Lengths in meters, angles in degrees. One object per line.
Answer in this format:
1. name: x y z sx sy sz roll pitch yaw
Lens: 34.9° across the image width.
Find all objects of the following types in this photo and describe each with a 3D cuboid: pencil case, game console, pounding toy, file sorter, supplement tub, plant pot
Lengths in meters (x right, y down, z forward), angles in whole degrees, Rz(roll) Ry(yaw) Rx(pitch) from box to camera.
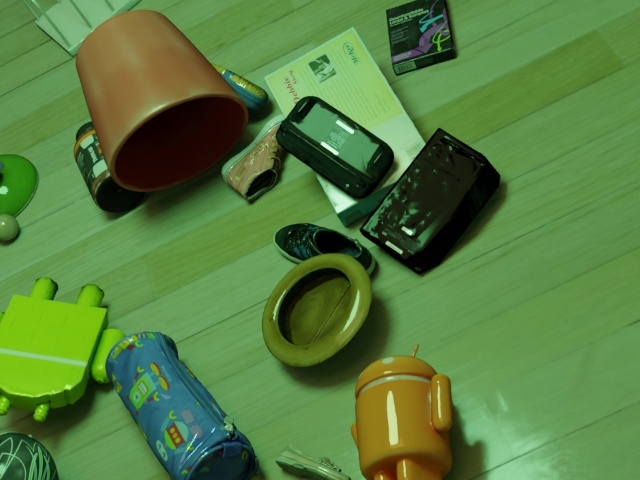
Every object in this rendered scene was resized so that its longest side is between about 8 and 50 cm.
1. pencil case: -0.215 0.259 1.536 0.306 0.119 0.133 45 111 41
2. game console: 0.093 -0.122 1.646 0.361 0.044 0.213 36 83 19
3. pounding toy: -0.680 -0.103 2.039 0.183 0.110 0.236 -13 51 17
4. file sorter: -0.540 -0.597 2.302 0.278 0.173 0.193 -42 50 -9
5. supplement tub: -0.410 -0.148 1.947 0.106 0.106 0.198 -34 49 -1
6. plant pot: -0.302 -0.260 1.826 0.275 0.275 0.243 -32 69 0

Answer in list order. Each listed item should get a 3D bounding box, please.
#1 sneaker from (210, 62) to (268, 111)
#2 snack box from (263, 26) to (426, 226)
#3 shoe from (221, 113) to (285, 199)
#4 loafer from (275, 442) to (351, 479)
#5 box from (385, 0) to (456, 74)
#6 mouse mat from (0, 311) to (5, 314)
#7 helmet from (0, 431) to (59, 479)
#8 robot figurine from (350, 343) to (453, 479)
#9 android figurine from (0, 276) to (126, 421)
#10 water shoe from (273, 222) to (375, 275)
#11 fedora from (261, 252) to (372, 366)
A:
1. sneaker: -0.229 -0.279 1.980 0.297 0.112 0.130 23 88 35
2. snack box: 0.049 -0.201 1.753 0.187 0.060 0.321 -29 62 3
3. shoe: -0.090 -0.149 1.828 0.178 0.063 0.081 -42 53 -5
4. loafer: -0.007 0.319 1.447 0.125 0.045 0.039 11 54 34
5. box: 0.184 -0.387 1.893 0.116 0.029 0.162 -15 49 15
6. mouse mat: -0.644 0.207 1.859 0.153 0.007 0.189 9 59 31
7. helmet: -0.480 0.383 1.546 0.162 0.169 0.169 -29 46 25
8. robot figurine: 0.109 0.251 1.386 0.128 0.158 0.219 -1 53 -2
9. android figurine: -0.457 0.180 1.694 0.248 0.056 0.272 8 47 0
10. water shoe: 0.000 0.000 1.656 0.203 0.080 0.073 18 64 34
11. fedora: 0.005 0.116 1.568 0.194 0.079 0.194 -15 56 23
